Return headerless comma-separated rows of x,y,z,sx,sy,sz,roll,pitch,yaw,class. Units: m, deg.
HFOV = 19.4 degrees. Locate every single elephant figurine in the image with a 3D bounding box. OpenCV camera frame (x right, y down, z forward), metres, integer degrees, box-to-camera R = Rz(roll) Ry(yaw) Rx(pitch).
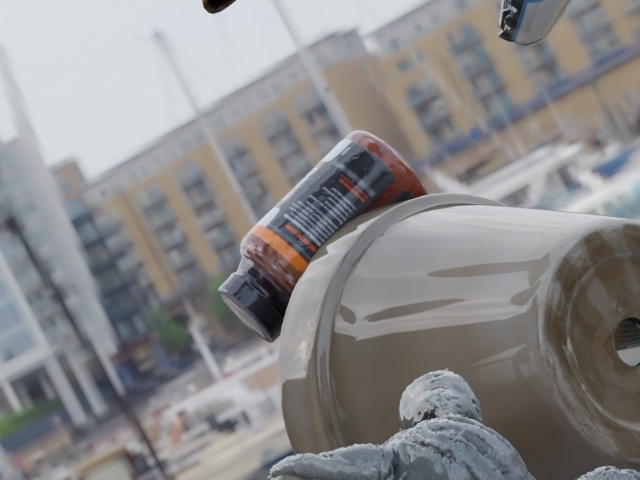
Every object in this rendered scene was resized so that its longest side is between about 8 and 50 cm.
0.057,0.152,1.025,0.169,0.186,0.239,-82,7,-55,elephant figurine

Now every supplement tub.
0.000,0.000,1.688,0.198,0.106,0.106,-44,2,-12,supplement tub

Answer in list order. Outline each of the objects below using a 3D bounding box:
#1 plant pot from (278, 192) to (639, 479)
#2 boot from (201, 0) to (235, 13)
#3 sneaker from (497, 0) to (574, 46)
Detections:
0.169,0.102,1.517,0.323,0.323,0.280,-27,5,-32,plant pot
-0.099,-0.273,1.513,0.264,0.280,0.096,-31,-43,15,boot
0.173,-0.207,1.029,0.237,0.086,0.085,-60,6,10,sneaker
